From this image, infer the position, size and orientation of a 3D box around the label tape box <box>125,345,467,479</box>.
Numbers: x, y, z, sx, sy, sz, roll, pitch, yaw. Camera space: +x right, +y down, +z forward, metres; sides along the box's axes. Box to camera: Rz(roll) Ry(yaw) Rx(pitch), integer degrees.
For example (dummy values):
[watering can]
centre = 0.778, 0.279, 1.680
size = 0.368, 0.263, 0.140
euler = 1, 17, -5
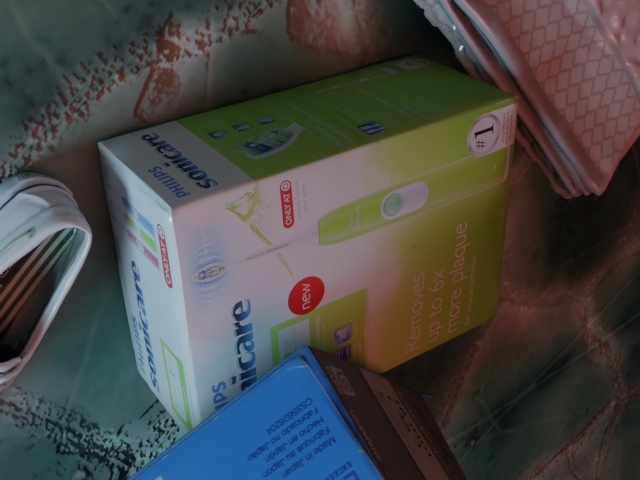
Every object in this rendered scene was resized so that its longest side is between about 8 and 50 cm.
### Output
[label tape box]
centre = -0.018, 0.211, 0.660
size = 0.241, 0.106, 0.334
euler = -38, 155, 8

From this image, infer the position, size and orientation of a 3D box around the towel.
[towel]
centre = 0.220, -0.243, 0.681
size = 0.317, 0.053, 0.332
euler = -52, 123, -8

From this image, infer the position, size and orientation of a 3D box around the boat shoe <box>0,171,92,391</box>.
[boat shoe]
centre = -0.224, 0.062, 0.547
size = 0.083, 0.076, 0.226
euler = 25, 98, -43

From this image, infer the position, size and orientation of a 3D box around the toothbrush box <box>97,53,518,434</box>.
[toothbrush box]
centre = 0.000, 0.000, 0.657
size = 0.283, 0.122, 0.206
euler = -19, 126, -27
